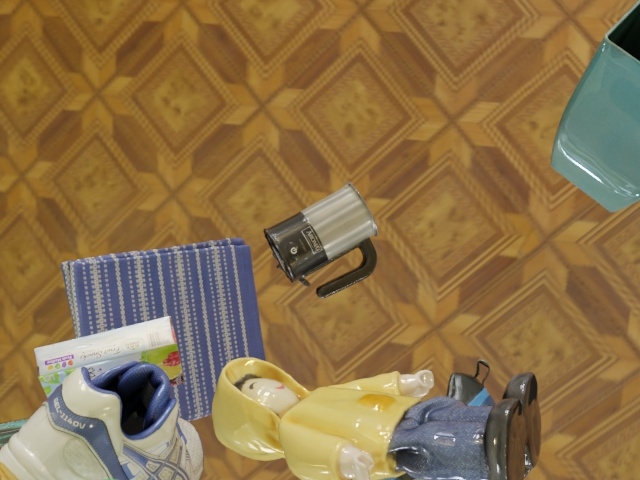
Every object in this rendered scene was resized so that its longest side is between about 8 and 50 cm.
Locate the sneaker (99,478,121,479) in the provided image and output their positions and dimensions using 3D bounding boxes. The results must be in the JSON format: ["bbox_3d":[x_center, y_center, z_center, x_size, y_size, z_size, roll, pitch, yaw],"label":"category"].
[{"bbox_3d":[-0.119,0.229,0.677,0.295,0.109,0.124,12,114,-22],"label":"sneaker"}]

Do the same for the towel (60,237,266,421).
[{"bbox_3d":[-0.201,0.128,1.417,0.040,0.336,0.243,-10,88,39],"label":"towel"}]

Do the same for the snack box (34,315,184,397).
[{"bbox_3d":[-0.217,0.132,1.080,0.141,0.100,0.037,-12,58,-10],"label":"snack box"}]

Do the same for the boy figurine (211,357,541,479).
[{"bbox_3d":[0.039,0.149,0.870,0.285,0.177,0.092,3,109,29],"label":"boy figurine"}]

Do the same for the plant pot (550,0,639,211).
[{"bbox_3d":[0.394,-0.158,1.272,0.165,0.165,0.234,39,144,10],"label":"plant pot"}]

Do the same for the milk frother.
[{"bbox_3d":[0.000,0.000,1.423,0.134,0.143,0.129,-29,112,-8],"label":"milk frother"}]

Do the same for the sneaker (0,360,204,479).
[{"bbox_3d":[-0.158,0.174,0.920,0.112,0.296,0.131,38,95,16],"label":"sneaker"}]

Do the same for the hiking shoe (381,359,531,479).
[{"bbox_3d":[0.048,0.232,1.015,0.304,0.113,0.132,-20,64,-7],"label":"hiking shoe"}]

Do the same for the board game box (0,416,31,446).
[{"bbox_3d":[-0.546,0.343,1.857,0.186,0.126,0.026,-11,91,-5],"label":"board game box"}]
